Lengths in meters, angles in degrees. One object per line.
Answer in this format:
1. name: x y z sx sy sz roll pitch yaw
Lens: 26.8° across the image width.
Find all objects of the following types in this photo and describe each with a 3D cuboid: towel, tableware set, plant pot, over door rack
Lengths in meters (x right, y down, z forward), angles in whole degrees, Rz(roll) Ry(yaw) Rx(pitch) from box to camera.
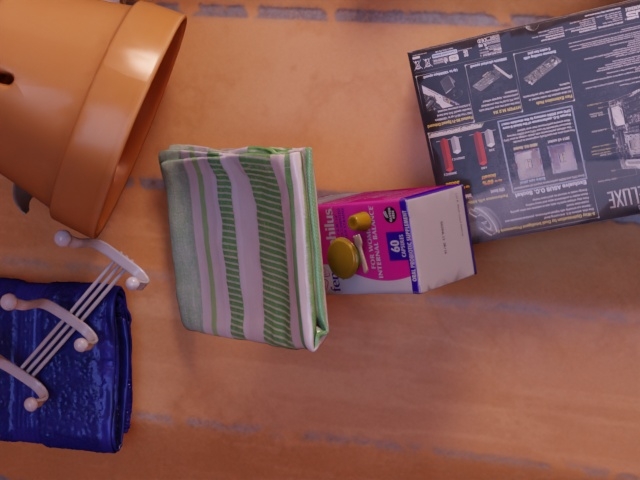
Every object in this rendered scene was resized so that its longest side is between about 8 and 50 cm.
1. towel: -0.099 0.005 1.631 0.325 0.038 0.247 4 103 55
2. towel: -0.401 0.163 1.833 0.308 0.076 0.227 3 92 17
3. tableware set: 0.000 0.000 1.564 0.154 0.024 0.104 -15 86 45
4. plant pot: -0.306 -0.174 1.607 0.203 0.291 0.291 23 105 -5
5. over door rack: -0.415 0.037 1.698 0.324 0.108 0.239 41 103 -7

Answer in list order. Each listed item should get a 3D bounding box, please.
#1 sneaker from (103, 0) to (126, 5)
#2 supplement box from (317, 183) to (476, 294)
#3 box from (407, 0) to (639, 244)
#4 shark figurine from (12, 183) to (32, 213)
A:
1. sneaker: -0.288 -0.366 1.712 0.095 0.090 0.235 -9 103 10
2. supplement box: 0.059 0.001 1.601 0.220 0.114 0.111 -4 98 44
3. box: 0.277 -0.137 1.571 0.307 0.076 0.242 -12 95 19
4. shark figurine: -0.422 -0.183 1.761 0.166 0.116 0.278 8 99 17
